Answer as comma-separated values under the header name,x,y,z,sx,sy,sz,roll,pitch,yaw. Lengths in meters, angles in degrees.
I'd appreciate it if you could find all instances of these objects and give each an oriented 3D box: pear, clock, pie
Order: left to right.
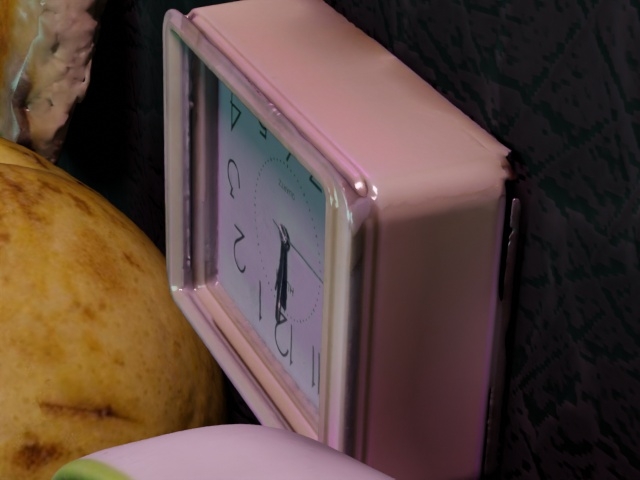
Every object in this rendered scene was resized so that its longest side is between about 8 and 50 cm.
name,x,y,z,sx,sy,sz,roll,pitch,yaw
pear,-0.205,0.084,0.913,0.304,0.303,0.304,170,90,-69
pie,-0.205,-0.185,1.088,0.339,0.077,0.339,173,90,-70
clock,0.000,0.000,0.660,0.192,0.071,0.147,-132,37,-52

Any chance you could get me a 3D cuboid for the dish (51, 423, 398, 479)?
name,x,y,z,sx,sy,sz,roll,pitch,yaw
dish,0.044,0.186,0.544,0.324,0.124,0.324,47,153,32
